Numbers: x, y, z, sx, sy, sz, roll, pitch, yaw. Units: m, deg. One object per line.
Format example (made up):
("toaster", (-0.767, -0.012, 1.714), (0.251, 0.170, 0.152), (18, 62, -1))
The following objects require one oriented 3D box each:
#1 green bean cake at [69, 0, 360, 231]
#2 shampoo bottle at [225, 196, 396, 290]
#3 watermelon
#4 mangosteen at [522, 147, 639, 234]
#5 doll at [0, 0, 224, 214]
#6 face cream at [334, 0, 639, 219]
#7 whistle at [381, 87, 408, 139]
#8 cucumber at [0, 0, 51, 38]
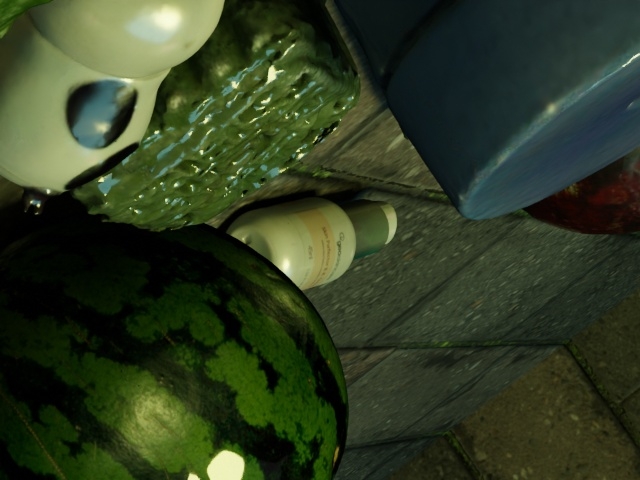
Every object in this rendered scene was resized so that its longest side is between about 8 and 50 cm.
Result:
("green bean cake", (-0.069, -0.086, 1.135), (0.181, 0.094, 0.173), (-35, 165, 7))
("shampoo bottle", (0.000, 0.000, 1.567), (0.192, 0.074, 0.074), (-13, 154, -52))
("watermelon", (-0.132, 0.120, 1.265), (0.285, 0.285, 0.285), (-31, 164, -10))
("mangosteen", (0.236, -0.105, 1.388), (0.235, 0.235, 0.261), (-41, 131, 22))
("doll", (-0.117, -0.105, 0.964), (0.110, 0.107, 0.181), (6, 136, -35))
("face cream", (0.123, -0.167, 1.043), (0.249, 0.225, 0.249), (-31, 167, -8))
("whistle", (0.063, -0.131, 1.329), (0.062, 0.062, 0.304), (-34, 164, 0))
("cucumber", (-0.115, -0.157, 0.734), (0.244, 0.134, 0.134), (-29, 165, 2))
